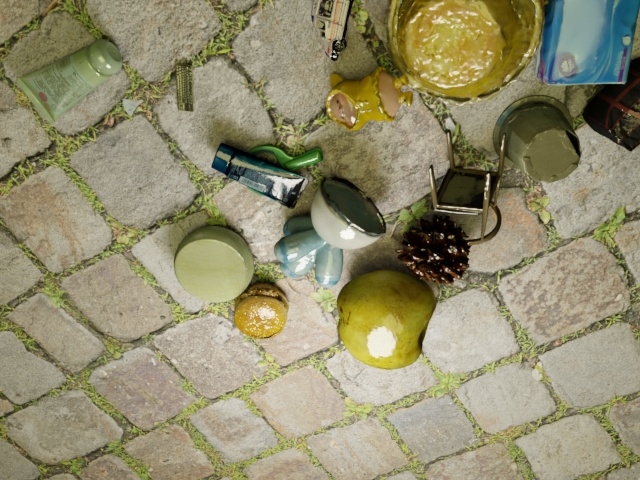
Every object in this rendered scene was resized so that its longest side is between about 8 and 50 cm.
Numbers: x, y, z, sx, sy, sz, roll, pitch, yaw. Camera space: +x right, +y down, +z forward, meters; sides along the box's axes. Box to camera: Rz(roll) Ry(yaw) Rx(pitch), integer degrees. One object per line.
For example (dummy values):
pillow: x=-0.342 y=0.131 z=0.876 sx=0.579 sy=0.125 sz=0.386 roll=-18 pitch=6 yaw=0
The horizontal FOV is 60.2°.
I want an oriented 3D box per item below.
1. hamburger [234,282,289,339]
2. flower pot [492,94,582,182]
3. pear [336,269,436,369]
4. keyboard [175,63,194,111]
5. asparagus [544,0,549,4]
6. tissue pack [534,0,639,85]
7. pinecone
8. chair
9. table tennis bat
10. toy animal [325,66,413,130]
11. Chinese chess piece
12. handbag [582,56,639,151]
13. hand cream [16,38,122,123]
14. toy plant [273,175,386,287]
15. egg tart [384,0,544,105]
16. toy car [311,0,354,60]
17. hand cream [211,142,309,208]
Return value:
hamburger: x=-0.187 y=0.228 z=1.783 sx=0.182 sy=0.118 sz=0.191 roll=15 pitch=118 yaw=-23
flower pot: x=0.578 y=-0.251 z=1.428 sx=0.212 sy=0.202 sz=0.212 roll=1 pitch=117 yaw=1
pear: x=0.189 y=0.225 z=1.667 sx=0.304 sy=0.304 sz=0.304 roll=2 pitch=118 yaw=4
keyboard: x=-0.376 y=-0.422 z=1.532 sx=0.049 sy=0.015 sz=0.129 roll=7 pitch=118 yaw=2
asparagus: x=0.525 y=-0.608 z=1.300 sx=0.015 sy=0.127 sz=0.018 roll=12 pitch=158 yaw=-25
tissue pack: x=0.634 y=-0.514 z=1.310 sx=0.198 sy=0.146 sz=0.263 roll=0 pitch=118 yaw=7
pinecone: x=0.334 y=0.022 z=1.596 sx=0.221 sy=0.221 sz=0.221 roll=2 pitch=118 yaw=4
chair: x=0.399 y=-0.137 z=1.491 sx=0.166 sy=0.188 sz=0.272 roll=10 pitch=141 yaw=28
table tennis bat: x=-0.113 y=-0.214 z=1.605 sx=0.257 sy=0.039 sz=0.160 roll=-16 pitch=116 yaw=16
toy animal: x=0.127 y=-0.371 z=1.433 sx=0.230 sy=0.156 sz=0.156 roll=0 pitch=121 yaw=33
Chinese chess piece: x=-0.334 y=0.075 z=1.739 sx=0.250 sy=0.101 sz=0.250 roll=2 pitch=118 yaw=4
handbag: x=0.788 y=-0.339 z=1.374 sx=0.155 sy=0.169 sz=0.215 roll=35 pitch=115 yaw=-13
hand cream: x=-0.679 y=-0.442 z=1.510 sx=0.306 sy=0.093 sz=0.147 roll=-23 pitch=118 yaw=18
toy plant: x=0.000 y=0.000 z=1.608 sx=0.247 sy=0.247 sz=0.332 roll=37 pitch=119 yaw=-13
egg tart: x=0.318 y=-0.489 z=1.290 sx=0.388 sy=0.169 sz=0.388 roll=14 pitch=130 yaw=17
toy car: x=0.027 y=-0.562 z=1.378 sx=0.108 sy=0.089 sz=0.209 roll=13 pitch=116 yaw=-1
hand cream: x=-0.177 y=-0.187 z=1.589 sx=0.270 sy=0.061 sz=0.120 roll=25 pitch=124 yaw=-8
